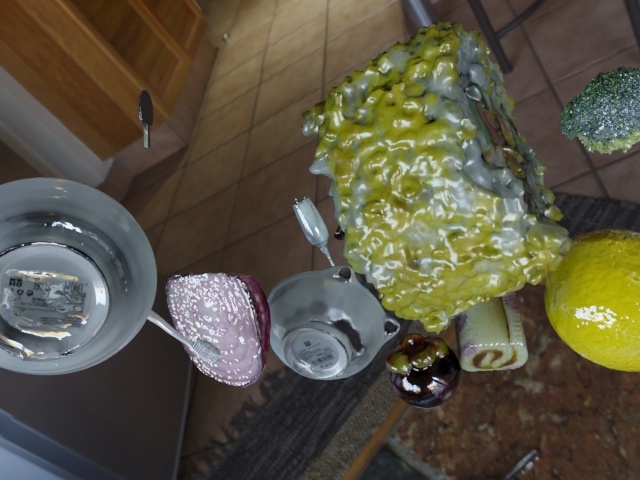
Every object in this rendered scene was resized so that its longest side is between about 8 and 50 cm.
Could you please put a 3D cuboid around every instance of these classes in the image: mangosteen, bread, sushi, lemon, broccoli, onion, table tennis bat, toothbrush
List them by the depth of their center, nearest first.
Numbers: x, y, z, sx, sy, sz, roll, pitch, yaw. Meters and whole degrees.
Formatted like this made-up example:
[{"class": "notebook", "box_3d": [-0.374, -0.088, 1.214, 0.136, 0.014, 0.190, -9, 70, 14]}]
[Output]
[{"class": "sushi", "box_3d": [0.163, -0.079, 0.788, 0.240, 0.351, 0.396, -26, 4, 26]}, {"class": "table tennis bat", "box_3d": [-0.253, -0.176, 0.877, 0.007, 0.083, 0.050, -1, 1, 4]}, {"class": "toothbrush", "box_3d": [-0.304, 0.123, 1.050, 0.029, 0.307, 0.025, -53, 5, 38]}, {"class": "onion", "box_3d": [-0.174, 0.158, 1.186, 0.250, 0.248, 0.111, -3, 20, 37]}, {"class": "lemon", "box_3d": [0.675, 0.134, 1.349, 0.336, 0.336, 0.336, -25, 38, 21]}, {"class": "broccoli", "box_3d": [0.707, -0.312, 1.434, 0.226, 0.176, 0.198, -18, 66, -12]}, {"class": "mangosteen", "box_3d": [0.280, 0.348, 1.628, 0.209, 0.210, 0.210, -25, 38, 21]}, {"class": "bread", "box_3d": [0.466, 0.194, 1.707, 0.187, 0.155, 0.338, -5, 49, 6]}]

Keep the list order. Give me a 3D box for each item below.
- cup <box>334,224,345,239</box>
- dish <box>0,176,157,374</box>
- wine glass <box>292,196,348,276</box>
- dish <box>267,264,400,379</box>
[{"class": "cup", "box_3d": [0.174, -0.080, 2.176, 0.239, 0.166, 0.177, 4, 40, -4]}, {"class": "dish", "box_3d": [-0.326, 0.060, 0.718, 0.260, 0.260, 0.085, -43, 25, -3]}, {"class": "wine glass", "box_3d": [0.000, 0.000, 1.617, 0.074, 0.262, 0.074, -26, 7, 4]}, {"class": "dish", "box_3d": [0.003, 0.205, 1.293, 0.303, 0.303, 0.120, -21, 25, 26]}]
